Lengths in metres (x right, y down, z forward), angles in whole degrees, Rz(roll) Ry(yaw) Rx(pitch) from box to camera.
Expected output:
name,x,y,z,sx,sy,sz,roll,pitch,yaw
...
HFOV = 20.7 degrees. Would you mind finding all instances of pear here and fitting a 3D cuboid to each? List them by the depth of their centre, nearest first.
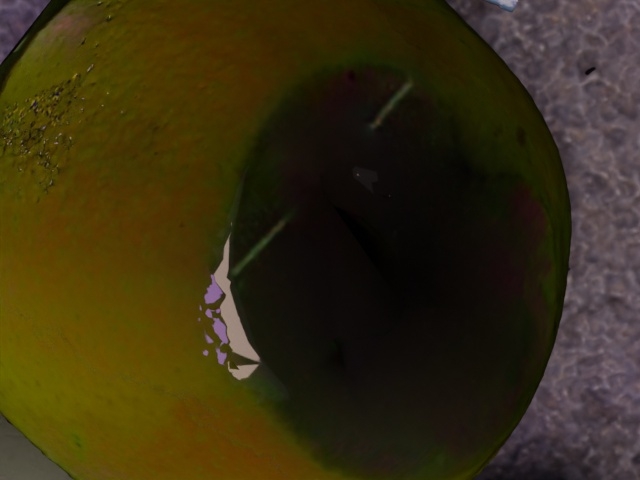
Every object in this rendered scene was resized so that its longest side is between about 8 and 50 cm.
name,x,y,z,sx,sy,sz,roll,pitch,yaw
pear,-0.001,0.003,1.016,0.399,0.165,0.399,0,91,-26

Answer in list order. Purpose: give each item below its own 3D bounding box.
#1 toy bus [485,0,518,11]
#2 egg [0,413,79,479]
name,x,y,z,sx,sy,sz,roll,pitch,yaw
toy bus,0.121,-0.296,1.044,0.131,0.106,0.297,18,105,-4
egg,-0.233,0.187,1.107,0.283,0.203,0.203,-8,106,-5
